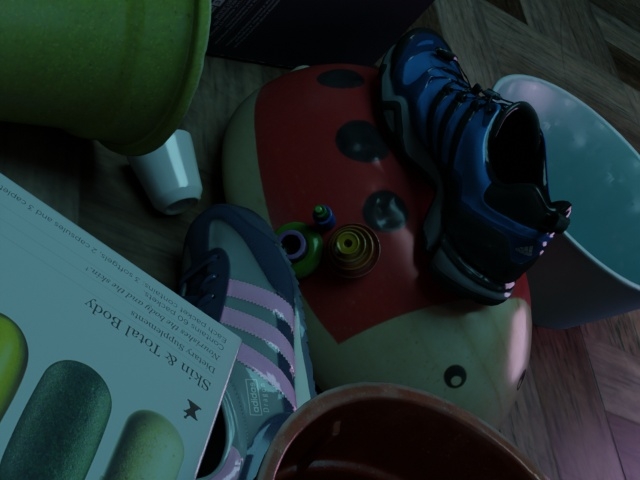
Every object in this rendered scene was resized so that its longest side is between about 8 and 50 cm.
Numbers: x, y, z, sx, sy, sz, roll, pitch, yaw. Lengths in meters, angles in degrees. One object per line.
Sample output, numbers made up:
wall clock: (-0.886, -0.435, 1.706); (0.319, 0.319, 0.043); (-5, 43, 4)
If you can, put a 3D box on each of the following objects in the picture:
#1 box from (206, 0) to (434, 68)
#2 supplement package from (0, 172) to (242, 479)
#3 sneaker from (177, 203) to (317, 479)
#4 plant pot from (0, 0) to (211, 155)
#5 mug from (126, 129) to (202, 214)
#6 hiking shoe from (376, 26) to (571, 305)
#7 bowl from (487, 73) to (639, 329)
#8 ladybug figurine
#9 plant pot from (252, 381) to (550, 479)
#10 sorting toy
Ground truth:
box: (-0.077, -0.383, 1.403); (0.312, 0.179, 0.343); (2, 53, -47)
supplement package: (-0.202, 0.140, 0.706); (0.199, 0.198, 0.263); (36, 35, -15)
sneaker: (-0.086, 0.087, 0.964); (0.131, 0.112, 0.319); (18, 41, -36)
plant pot: (-0.265, -0.200, 0.974); (0.253, 0.276, 0.276); (-6, 58, -35)
mug: (-0.132, -0.060, 1.115); (0.078, 0.062, 0.064); (-7, 67, -42)
hiking shoe: (0.143, -0.091, 1.080); (0.113, 0.132, 0.304); (15, 45, -35)
bowl: (0.260, -0.023, 1.398); (0.311, 0.163, 0.312); (28, 39, -25)
ladybug figurine: (0.066, -0.010, 1.179); (0.305, 0.162, 0.449); (2, 53, -45)
plant pot: (0.002, 0.268, 0.728); (0.272, 0.265, 0.272); (26, 39, -24)
sorting toy: (0.000, 0.000, 1.036); (0.042, 0.102, 0.061); (54, 38, -72)
